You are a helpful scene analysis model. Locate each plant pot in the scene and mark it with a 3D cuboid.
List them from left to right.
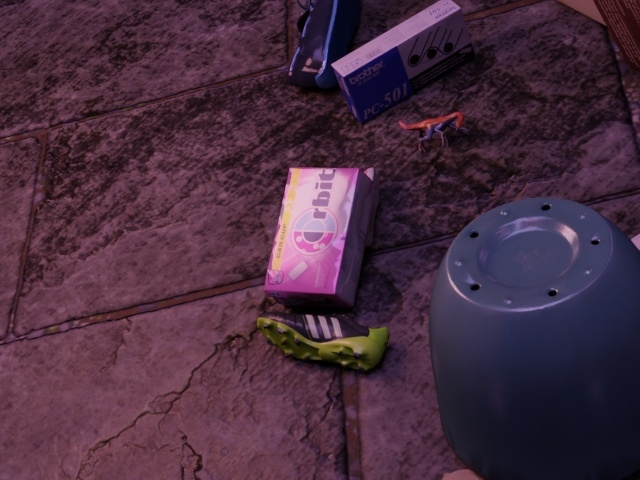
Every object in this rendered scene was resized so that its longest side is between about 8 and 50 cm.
[{"bbox_3d":[0.254,0.096,1.621,0.293,0.235,0.293,-11,39,9],"label":"plant pot"}]

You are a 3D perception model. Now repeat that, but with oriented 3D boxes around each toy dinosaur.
[{"bbox_3d":[0.166,-0.161,2.058,0.082,0.090,0.047,-51,11,40],"label":"toy dinosaur"}]

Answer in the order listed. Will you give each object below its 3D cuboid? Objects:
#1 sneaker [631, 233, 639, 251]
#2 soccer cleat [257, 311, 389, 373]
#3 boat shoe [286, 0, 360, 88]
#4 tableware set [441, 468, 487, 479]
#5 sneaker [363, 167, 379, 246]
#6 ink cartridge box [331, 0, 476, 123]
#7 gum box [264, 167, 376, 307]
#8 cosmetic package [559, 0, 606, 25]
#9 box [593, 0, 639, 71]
[{"bbox_3d":[0.491,-0.035,1.769,0.293,0.108,0.169,-13,41,-2],"label":"sneaker"},{"bbox_3d":[0.004,0.121,1.862,0.179,0.060,0.072,14,44,26],"label":"soccer cleat"},{"bbox_3d":[-0.002,-0.349,2.298,0.089,0.109,0.258,-5,43,24],"label":"boat shoe"},{"bbox_3d":[0.205,0.306,1.607,0.169,0.020,0.141,-12,44,14],"label":"tableware set"},{"bbox_3d":[0.042,-0.047,2.011,0.070,0.051,0.134,-2,50,15],"label":"sneaker"},{"bbox_3d":[0.125,-0.269,2.165,0.207,0.097,0.046,-31,43,-7],"label":"ink cartridge box"},{"bbox_3d":[0.000,0.000,1.934,0.107,0.062,0.188,2,71,28],"label":"gum box"},{"bbox_3d":[0.397,-0.455,2.221,0.160,0.113,0.309,-35,44,-12],"label":"cosmetic package"},{"bbox_3d":[0.516,-0.285,1.872,0.143,0.191,0.381,-39,32,-4],"label":"box"}]
